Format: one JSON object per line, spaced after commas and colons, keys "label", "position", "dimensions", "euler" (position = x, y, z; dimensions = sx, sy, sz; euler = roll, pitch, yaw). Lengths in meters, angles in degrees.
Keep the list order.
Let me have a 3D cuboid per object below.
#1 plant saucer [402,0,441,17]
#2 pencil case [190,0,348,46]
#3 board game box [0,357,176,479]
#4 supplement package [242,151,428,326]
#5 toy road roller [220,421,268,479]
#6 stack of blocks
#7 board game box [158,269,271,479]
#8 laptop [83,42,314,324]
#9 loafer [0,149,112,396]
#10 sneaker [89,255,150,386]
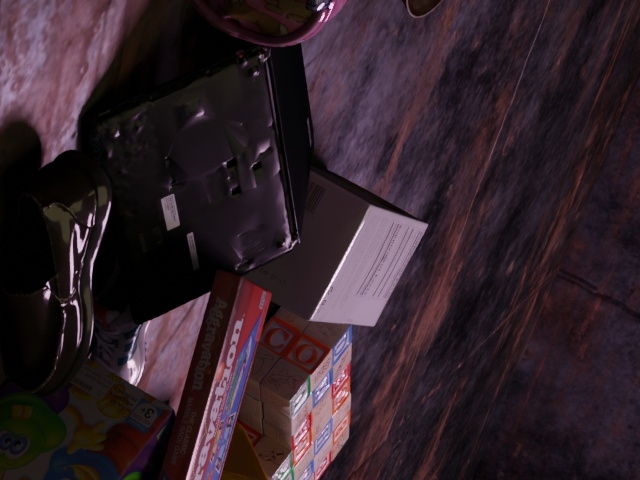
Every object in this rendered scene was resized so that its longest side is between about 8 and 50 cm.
{"label": "plant saucer", "position": [0.127, -0.323, 1.796], "dimensions": [0.168, 0.029, 0.168], "euler": [-51, 158, -29]}
{"label": "pencil case", "position": [0.038, -0.312, 1.375], "dimensions": [0.386, 0.167, 0.160], "euler": [-46, 124, -40]}
{"label": "board game box", "position": [-0.254, 0.246, 1.422], "dimensions": [0.275, 0.142, 0.144], "euler": [-52, 160, -26]}
{"label": "supplement package", "position": [0.000, 0.000, 1.753], "dimensions": [0.134, 0.139, 0.244], "euler": [-62, 163, 5]}
{"label": "toy road roller", "position": [-0.187, 0.302, 1.684], "dimensions": [0.202, 0.240, 0.329], "euler": [-66, -161, 14]}
{"label": "stack of blocks", "position": [-0.044, 0.217, 2.033], "dimensions": [0.171, 0.087, 0.297], "euler": [-51, 159, -28]}
{"label": "board game box", "position": [-0.104, 0.171, 1.469], "dimensions": [0.145, 0.027, 0.281], "euler": [38, 67, -78]}
{"label": "laptop", "position": [-0.096, -0.095, 1.478], "dimensions": [0.264, 0.136, 0.234], "euler": [-26, 134, -19]}
{"label": "loafer", "position": [-0.227, 0.032, 1.309], "dimensions": [0.078, 0.080, 0.220], "euler": [-23, 134, -48]}
{"label": "sneaker", "position": [-0.189, 0.078, 1.506], "dimensions": [0.075, 0.057, 0.161], "euler": [5, 111, -59]}
